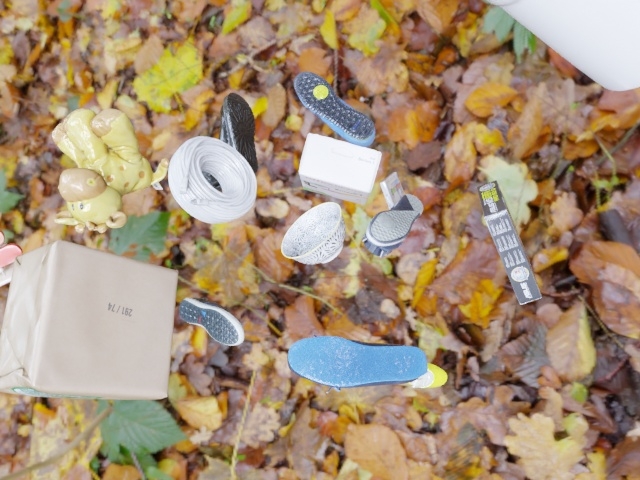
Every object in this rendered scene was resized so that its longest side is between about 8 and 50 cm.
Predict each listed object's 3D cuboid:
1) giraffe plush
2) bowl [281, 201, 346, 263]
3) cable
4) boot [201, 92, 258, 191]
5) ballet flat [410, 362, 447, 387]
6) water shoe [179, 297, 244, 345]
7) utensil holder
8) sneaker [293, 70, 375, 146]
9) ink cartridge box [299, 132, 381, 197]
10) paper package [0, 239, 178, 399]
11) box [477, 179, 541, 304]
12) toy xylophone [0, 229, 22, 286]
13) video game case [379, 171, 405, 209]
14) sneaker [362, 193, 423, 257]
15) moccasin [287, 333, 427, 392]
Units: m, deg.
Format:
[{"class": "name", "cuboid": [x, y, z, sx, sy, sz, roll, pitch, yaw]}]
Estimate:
[{"class": "giraffe plush", "cuboid": [-0.384, -0.100, 1.003, 0.181, 0.210, 0.170, -18, 39, 40]}, {"class": "bowl", "cuboid": [0.000, 0.000, 1.334, 0.170, 0.080, 0.170, -31, 30, 20]}, {"class": "cable", "cuboid": [-0.297, -0.166, 1.620, 0.089, 0.257, 0.257, -35, 51, 37]}, {"class": "boot", "cuboid": [-0.368, -0.342, 2.116, 0.260, 0.131, 0.348, -21, 65, 35]}, {"class": "ballet flat", "cuboid": [0.231, 0.356, 1.562, 0.077, 0.231, 0.077, -73, 3, -74]}, {"class": "water shoe", "cuboid": [-0.230, 0.170, 1.311, 0.203, 0.080, 0.073, 22, 109, 34]}, {"class": "utensil holder", "cuboid": [0.593, -0.550, 1.239, 0.327, 0.385, 0.327, -49, 23, 29]}, {"class": "sneaker", "cuboid": [0.026, -0.267, 1.218, 0.209, 0.082, 0.069, 41, 84, 7]}, {"class": "ink cartridge box", "cuboid": [0.052, -0.193, 1.640, 0.201, 0.278, 0.117, 15, 87, 2]}, {"class": "paper package", "cuboid": [-0.491, 0.186, 1.265, 0.168, 0.325, 0.309, -14, 67, 34]}, {"class": "box", "cuboid": [0.496, 0.000, 1.536, 0.060, 0.270, 0.216, -21, 21, 20]}, {"class": "toy xylophone", "cuboid": [-0.839, -0.008, 1.292, 0.236, 0.322, 0.081, -31, 31, 2]}, {"class": "video game case", "cuboid": [0.216, -0.113, 1.640, 0.019, 0.157, 0.143, -19, 99, 23]}, {"class": "sneaker", "cuboid": [0.145, -0.007, 1.377, 0.086, 0.226, 0.163, 46, 130, 8]}, {"class": "moccasin", "cuboid": [0.086, 0.313, 1.416, 0.117, 0.342, 0.137, 114, 164, -68]}]
